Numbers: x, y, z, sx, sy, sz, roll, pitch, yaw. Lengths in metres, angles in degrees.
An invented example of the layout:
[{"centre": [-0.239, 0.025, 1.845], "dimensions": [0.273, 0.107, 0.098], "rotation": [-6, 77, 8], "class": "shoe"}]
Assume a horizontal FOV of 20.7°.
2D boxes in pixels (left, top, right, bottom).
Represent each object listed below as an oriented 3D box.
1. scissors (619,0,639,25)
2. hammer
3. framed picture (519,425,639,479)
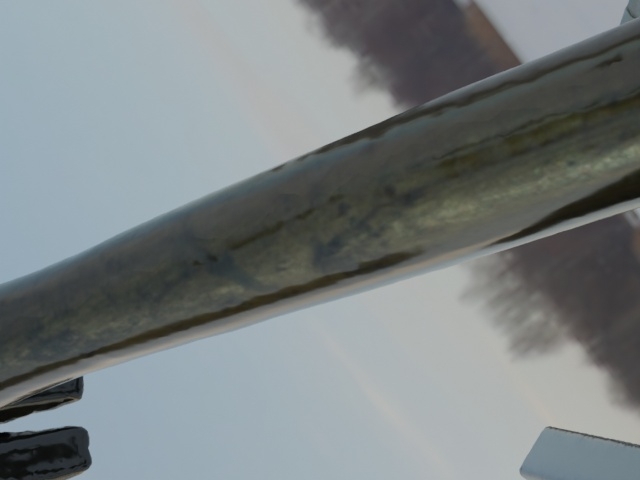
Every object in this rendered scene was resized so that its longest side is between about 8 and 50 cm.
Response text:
[{"centre": [0.143, -0.105, 0.778], "dimensions": [0.021, 0.212, 0.110], "rotation": [8, -150, -21], "class": "scissors"}, {"centre": [0.000, 0.000, 0.388], "dimensions": [0.168, 0.440, 0.044], "rotation": [10, -114, -52], "class": "hammer"}, {"centre": [0.169, 0.114, 0.355], "dimensions": [0.265, 0.018, 0.192], "rotation": [31, 176, 1], "class": "framed picture"}]
